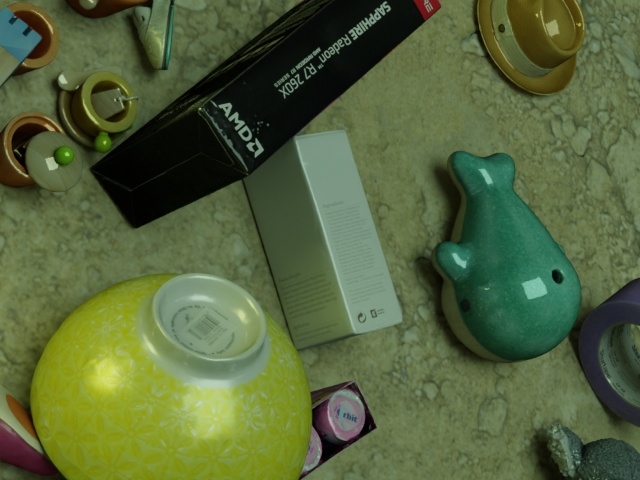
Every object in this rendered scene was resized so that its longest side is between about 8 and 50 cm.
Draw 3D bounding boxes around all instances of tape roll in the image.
[{"bbox_3d":[0.432,0.146,2.062,0.080,0.189,0.189,-33,97,-39],"label":"tape roll"}]

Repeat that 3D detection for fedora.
[{"bbox_3d":[0.300,-0.296,2.164,0.194,0.079,0.194,12,69,-34],"label":"fedora"}]

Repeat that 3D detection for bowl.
[{"bbox_3d":[-0.128,0.125,1.578,0.290,0.156,0.289,14,41,-12],"label":"bowl"}]

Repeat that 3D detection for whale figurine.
[{"bbox_3d":[0.236,0.012,1.982,0.216,0.141,0.272,1,75,-37],"label":"whale figurine"}]

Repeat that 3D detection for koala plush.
[{"bbox_3d":[0.361,0.329,1.967,0.196,0.203,0.221,18,39,-12],"label":"koala plush"}]

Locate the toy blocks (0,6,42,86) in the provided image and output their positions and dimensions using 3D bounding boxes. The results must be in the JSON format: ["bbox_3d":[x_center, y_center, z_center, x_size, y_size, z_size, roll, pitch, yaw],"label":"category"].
[{"bbox_3d":[-0.428,-0.231,1.542,0.381,0.191,0.261,40,43,-11],"label":"toy blocks"}]

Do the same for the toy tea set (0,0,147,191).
[{"bbox_3d":[-0.257,-0.209,1.681,0.200,0.124,0.336,6,73,-36],"label":"toy tea set"}]

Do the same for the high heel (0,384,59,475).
[{"bbox_3d":[-0.361,0.183,1.538,0.117,0.082,0.244,-42,130,5],"label":"high heel"}]

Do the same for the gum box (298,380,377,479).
[{"bbox_3d":[-0.044,0.224,1.725,0.188,0.107,0.062,-28,95,-39],"label":"gum box"}]

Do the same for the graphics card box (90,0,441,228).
[{"bbox_3d":[-0.056,-0.170,1.755,0.371,0.233,0.094,-43,104,-38],"label":"graphics card box"}]

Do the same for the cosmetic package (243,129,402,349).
[{"bbox_3d":[0.000,0.000,1.822,0.085,0.117,0.231,-13,86,-40],"label":"cosmetic package"}]

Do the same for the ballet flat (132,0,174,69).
[{"bbox_3d":[-0.188,-0.265,1.808,0.052,0.057,0.168,8,66,-6],"label":"ballet flat"}]
